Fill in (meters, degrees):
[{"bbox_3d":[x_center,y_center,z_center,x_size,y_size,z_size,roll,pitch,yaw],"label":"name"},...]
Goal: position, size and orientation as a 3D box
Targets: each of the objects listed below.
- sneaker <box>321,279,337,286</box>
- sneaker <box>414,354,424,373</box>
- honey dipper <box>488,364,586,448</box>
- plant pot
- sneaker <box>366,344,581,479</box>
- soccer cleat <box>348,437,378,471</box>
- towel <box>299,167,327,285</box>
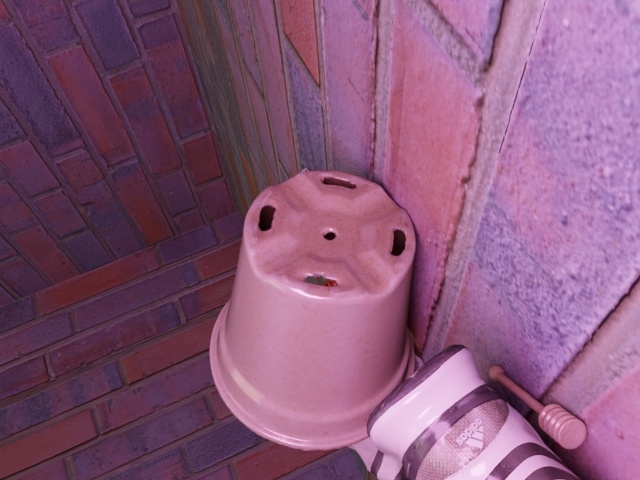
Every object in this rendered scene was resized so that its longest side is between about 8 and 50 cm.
[{"bbox_3d":[0.023,0.119,1.238,0.270,0.144,0.090,87,158,-62],"label":"sneaker"},{"bbox_3d":[0.139,0.290,1.139,0.151,0.094,0.256,-146,44,-63],"label":"sneaker"},{"bbox_3d":[0.217,0.167,0.653,0.160,0.030,0.031,-143,32,-76],"label":"honey dipper"},{"bbox_3d":[-0.001,0.082,0.900,0.306,0.333,0.334,97,151,-50],"label":"plant pot"},{"bbox_3d":[0.190,0.295,0.679,0.257,0.169,0.447,48,174,27],"label":"sneaker"},{"bbox_3d":[0.032,0.284,1.113,0.331,0.115,0.143,-144,42,-66],"label":"soccer cleat"},{"bbox_3d":[0.000,0.000,1.428,0.325,0.038,0.248,92,155,-72],"label":"towel"}]
